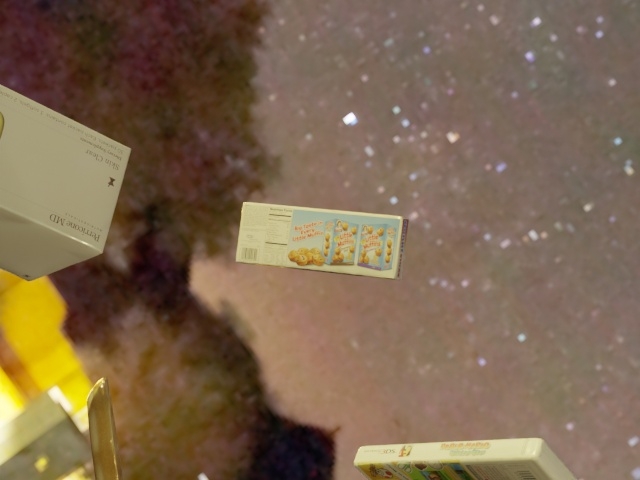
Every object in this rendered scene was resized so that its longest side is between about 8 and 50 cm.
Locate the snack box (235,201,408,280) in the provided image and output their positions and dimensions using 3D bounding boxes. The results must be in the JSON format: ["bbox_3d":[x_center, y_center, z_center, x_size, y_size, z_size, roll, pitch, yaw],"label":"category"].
[{"bbox_3d":[0.000,0.000,1.377,0.178,0.064,0.022,6,-4,23],"label":"snack box"}]

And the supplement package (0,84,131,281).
[{"bbox_3d":[-0.400,-0.077,1.617,0.262,0.145,0.204,26,-26,-31],"label":"supplement package"}]

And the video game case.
[{"bbox_3d":[0.173,0.260,1.270,0.206,0.026,0.227,-10,-46,41],"label":"video game case"}]

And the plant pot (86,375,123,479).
[{"bbox_3d":[-0.281,0.298,1.785,0.236,0.032,0.236,172,-90,-82],"label":"plant pot"}]
